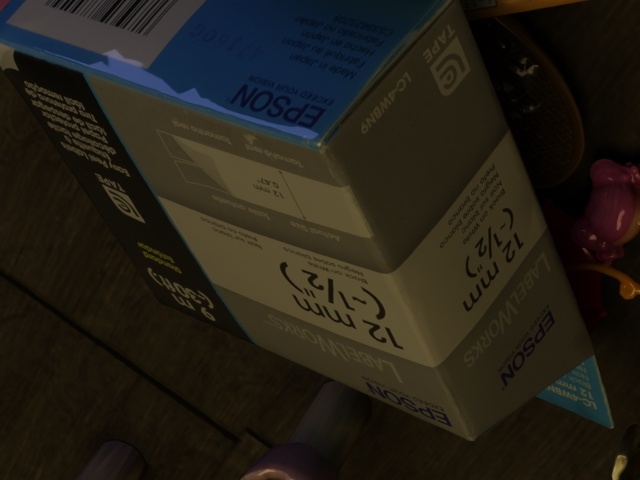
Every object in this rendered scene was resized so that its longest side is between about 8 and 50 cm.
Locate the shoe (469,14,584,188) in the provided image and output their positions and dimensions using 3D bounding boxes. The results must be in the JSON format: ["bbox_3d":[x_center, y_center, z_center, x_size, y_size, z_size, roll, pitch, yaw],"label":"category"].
[{"bbox_3d":[0.071,-0.119,0.915,0.076,0.058,0.219,-41,103,18],"label":"shoe"}]

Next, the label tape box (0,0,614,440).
[{"bbox_3d":[0.000,0.000,0.885,0.249,0.115,0.347,20,149,39],"label":"label tape box"}]

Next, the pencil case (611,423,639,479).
[{"bbox_3d":[0.271,0.290,1.022,0.184,0.160,0.410,-2,122,10],"label":"pencil case"}]

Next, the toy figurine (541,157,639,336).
[{"bbox_3d":[0.194,0.009,0.914,0.159,0.130,0.173,22,107,22],"label":"toy figurine"}]

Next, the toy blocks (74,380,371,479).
[{"bbox_3d":[-0.053,0.307,1.122,0.289,0.260,0.309,-19,112,33],"label":"toy blocks"}]

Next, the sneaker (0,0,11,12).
[{"bbox_3d":[-0.133,-0.185,0.942,0.282,0.102,0.161,-4,123,40],"label":"sneaker"}]

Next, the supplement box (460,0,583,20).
[{"bbox_3d":[0.123,-0.163,0.806,0.234,0.078,0.080,-10,113,16],"label":"supplement box"}]
